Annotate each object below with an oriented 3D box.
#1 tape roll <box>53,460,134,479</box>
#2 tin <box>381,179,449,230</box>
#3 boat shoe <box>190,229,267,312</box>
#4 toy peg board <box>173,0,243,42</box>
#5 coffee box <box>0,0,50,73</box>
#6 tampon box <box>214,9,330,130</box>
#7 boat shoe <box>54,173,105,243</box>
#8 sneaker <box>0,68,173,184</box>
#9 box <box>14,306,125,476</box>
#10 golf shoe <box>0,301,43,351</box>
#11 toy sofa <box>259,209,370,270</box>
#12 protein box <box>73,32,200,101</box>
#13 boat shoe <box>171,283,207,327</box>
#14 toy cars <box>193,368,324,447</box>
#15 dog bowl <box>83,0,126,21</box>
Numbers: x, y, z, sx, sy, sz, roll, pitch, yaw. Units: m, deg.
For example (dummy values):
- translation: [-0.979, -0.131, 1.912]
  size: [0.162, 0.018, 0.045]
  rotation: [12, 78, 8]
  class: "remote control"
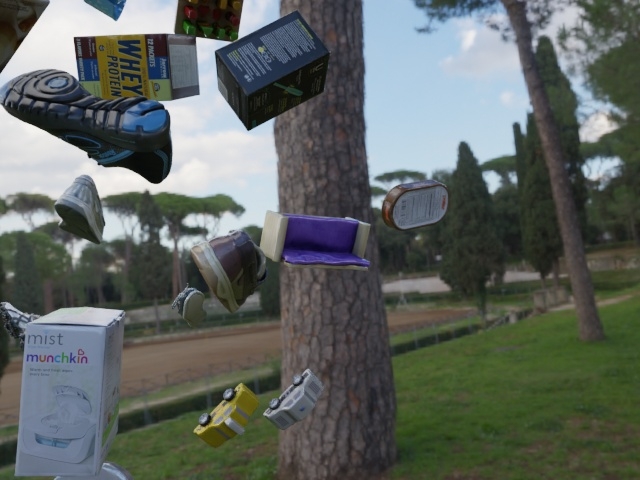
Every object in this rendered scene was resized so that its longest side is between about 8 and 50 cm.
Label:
- translation: [-0.534, 0.628, 1.553]
  size: [0.219, 0.219, 0.072]
  rotation: [-5, -13, -9]
  class: "tape roll"
- translation: [0.223, -0.080, 1.534]
  size: [0.190, 0.106, 0.040]
  rotation: [-12, 29, -33]
  class: "tin"
- translation: [-0.126, 0.044, 1.022]
  size: [0.092, 0.102, 0.285]
  rotation: [-26, -11, -5]
  class: "boat shoe"
- translation: [-0.257, -0.557, 1.597]
  size: [0.161, 0.160, 0.079]
  rotation: [0, 30, -26]
  class: "toy peg board"
- translation: [-0.542, -0.305, 0.995]
  size: [0.246, 0.098, 0.141]
  rotation: [-43, -5, 22]
  class: "coffee box"
- translation: [-0.081, -0.283, 1.117]
  size: [0.161, 0.101, 0.120]
  rotation: [-31, -14, -16]
  class: "tampon box"
- translation: [-0.610, -0.072, 1.725]
  size: [0.118, 0.103, 0.320]
  rotation: [23, -20, -4]
  class: "boat shoe"
- translation: [-0.407, -0.191, 1.143]
  size: [0.341, 0.125, 0.139]
  rotation: [21, -39, 17]
  class: "sneaker"
- translation: [-0.402, 0.237, 1.110]
  size: [0.127, 0.231, 0.262]
  rotation: [3, -1, -10]
  class: "box"
- translation: [-0.801, 0.231, 1.823]
  size: [0.094, 0.198, 0.077]
  rotation: [-29, -30, -39]
  class: "golf shoe"
- translation: [0.000, 0.000, 2.154]
  size: [0.363, 0.150, 0.177]
  rotation: [4, 11, -38]
  class: "toy sofa"
- translation: [-0.388, -0.373, 1.442]
  size: [0.200, 0.135, 0.201]
  rotation: [0, 15, 7]
  class: "protein box"
- translation: [-0.407, 0.197, 2.066]
  size: [0.095, 0.079, 0.254]
  rotation: [-46, -13, -15]
  class: "boat shoe"
- translation: [-0.154, 0.481, 1.863]
  size: [0.394, 0.176, 0.087]
  rotation: [-7, 22, -29]
  class: "toy cars"
- translation: [-0.417, -0.574, 1.321]
  size: [0.074, 0.165, 0.297]
  rotation: [17, -27, -13]
  class: "dog bowl"
